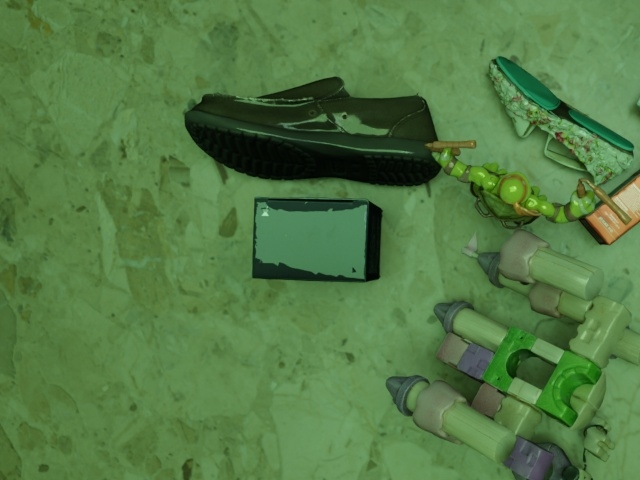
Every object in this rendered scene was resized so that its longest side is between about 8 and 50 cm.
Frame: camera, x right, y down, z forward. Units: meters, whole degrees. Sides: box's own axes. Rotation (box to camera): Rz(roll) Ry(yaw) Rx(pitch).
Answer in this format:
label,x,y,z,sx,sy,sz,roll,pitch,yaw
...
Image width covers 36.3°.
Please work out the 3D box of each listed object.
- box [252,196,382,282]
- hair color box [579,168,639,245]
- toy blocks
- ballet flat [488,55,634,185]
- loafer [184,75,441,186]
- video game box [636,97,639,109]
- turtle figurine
label,x,y,z,sx,sy,sz,roll,pitch,yaw
box,0.000,0.000,1.327,0.153,0.207,0.108,2,90,10
hair color box,0.433,-0.064,1.313,0.167,0.093,0.053,-41,84,7
toy blocks,0.245,0.158,1.308,0.260,0.309,0.289,25,82,42
ballet flat,0.317,-0.158,1.343,0.241,0.091,0.077,38,120,12
loafer,-0.008,-0.162,1.387,0.365,0.134,0.130,8,67,0
video game box,0.552,-0.205,1.267,0.205,0.048,0.187,37,93,37
turtle figurine,0.260,-0.056,1.279,0.269,0.217,0.087,19,93,9
